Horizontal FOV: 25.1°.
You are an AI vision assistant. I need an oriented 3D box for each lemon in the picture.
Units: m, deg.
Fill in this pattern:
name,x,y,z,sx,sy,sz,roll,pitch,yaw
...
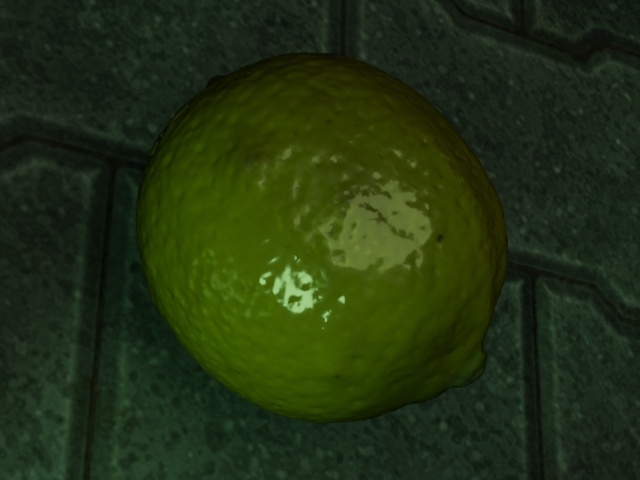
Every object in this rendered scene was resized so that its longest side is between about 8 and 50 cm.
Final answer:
name,x,y,z,sx,sy,sz,roll,pitch,yaw
lemon,-0.001,-0.001,1.270,0.336,0.336,0.336,13,64,-28
